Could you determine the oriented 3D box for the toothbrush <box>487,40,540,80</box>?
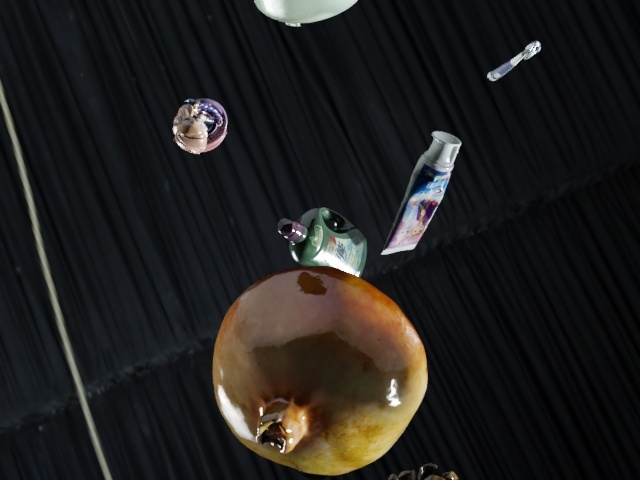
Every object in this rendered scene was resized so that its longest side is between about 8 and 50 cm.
[{"bbox_3d":[0.374,-0.346,1.343,0.026,0.024,0.288,-49,-176,1],"label":"toothbrush"}]

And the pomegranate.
[{"bbox_3d":[-0.007,0.159,0.801,0.270,0.252,0.229,-56,169,-70],"label":"pomegranate"}]

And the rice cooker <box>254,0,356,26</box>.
[{"bbox_3d":[-0.033,-0.494,1.095,0.226,0.226,0.244,-23,139,-1],"label":"rice cooker"}]

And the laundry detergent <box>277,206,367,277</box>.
[{"bbox_3d":[0.000,0.000,1.343,0.078,0.144,0.221,-4,152,42],"label":"laundry detergent"}]

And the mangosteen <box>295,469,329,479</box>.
[{"bbox_3d":[-0.006,0.411,1.412,0.137,0.152,0.137,-1,-165,0],"label":"mangosteen"}]

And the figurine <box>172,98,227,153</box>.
[{"bbox_3d":[-0.284,-0.244,1.523,0.114,0.126,0.157,3,-146,19],"label":"figurine"}]

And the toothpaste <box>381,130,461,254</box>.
[{"bbox_3d":[0.196,-0.081,1.318,0.096,0.061,0.266,-8,131,-36],"label":"toothpaste"}]

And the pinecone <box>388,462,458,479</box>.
[{"bbox_3d":[0.274,0.706,1.633,0.384,0.385,0.384,-23,173,-3],"label":"pinecone"}]
